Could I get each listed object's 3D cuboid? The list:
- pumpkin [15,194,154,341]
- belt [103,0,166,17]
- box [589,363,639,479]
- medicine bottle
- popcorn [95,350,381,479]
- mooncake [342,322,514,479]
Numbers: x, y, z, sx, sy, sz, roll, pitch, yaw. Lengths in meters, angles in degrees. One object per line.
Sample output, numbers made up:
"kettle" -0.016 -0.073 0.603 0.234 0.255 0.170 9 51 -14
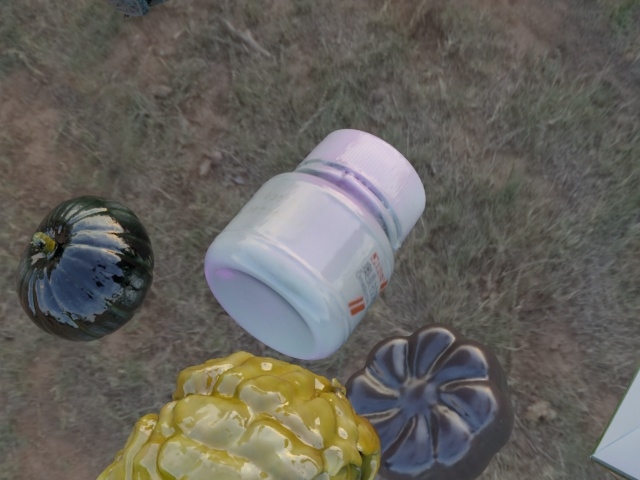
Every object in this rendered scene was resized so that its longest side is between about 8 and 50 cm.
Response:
"pumpkin" -0.401 0.041 1.440 0.250 0.216 0.249 -17 53 24
"belt" -0.065 -0.229 0.483 0.207 0.116 0.267 -14 38 33
"box" 0.492 0.265 1.105 0.195 0.148 0.177 23 78 46
"medicine bottle" 0.000 0.000 1.300 0.241 0.241 0.302 33 62 10
"popcorn" -0.067 0.207 0.681 0.190 0.250 0.250 35 89 43
"mooncake" 0.186 0.295 1.533 0.306 0.154 0.306 -11 61 20
